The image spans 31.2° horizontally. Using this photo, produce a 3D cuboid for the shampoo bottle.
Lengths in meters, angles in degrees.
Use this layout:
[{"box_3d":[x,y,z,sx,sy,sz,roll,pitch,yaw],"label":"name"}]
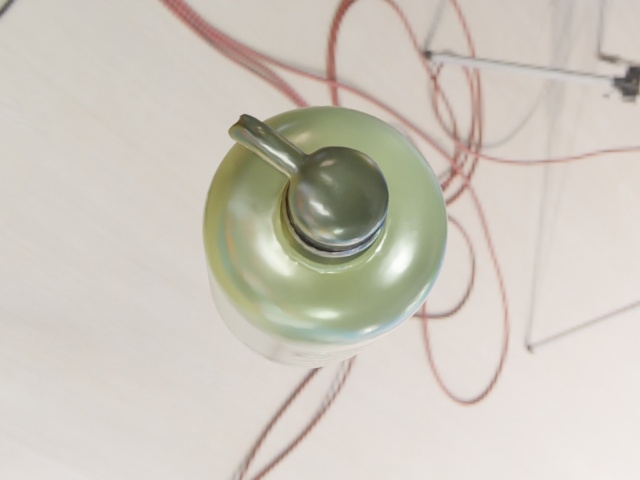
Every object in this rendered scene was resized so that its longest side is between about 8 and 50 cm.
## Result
[{"box_3d":[0.000,0.000,0.385,0.079,0.162,0.079,1,81,-5],"label":"shampoo bottle"}]
